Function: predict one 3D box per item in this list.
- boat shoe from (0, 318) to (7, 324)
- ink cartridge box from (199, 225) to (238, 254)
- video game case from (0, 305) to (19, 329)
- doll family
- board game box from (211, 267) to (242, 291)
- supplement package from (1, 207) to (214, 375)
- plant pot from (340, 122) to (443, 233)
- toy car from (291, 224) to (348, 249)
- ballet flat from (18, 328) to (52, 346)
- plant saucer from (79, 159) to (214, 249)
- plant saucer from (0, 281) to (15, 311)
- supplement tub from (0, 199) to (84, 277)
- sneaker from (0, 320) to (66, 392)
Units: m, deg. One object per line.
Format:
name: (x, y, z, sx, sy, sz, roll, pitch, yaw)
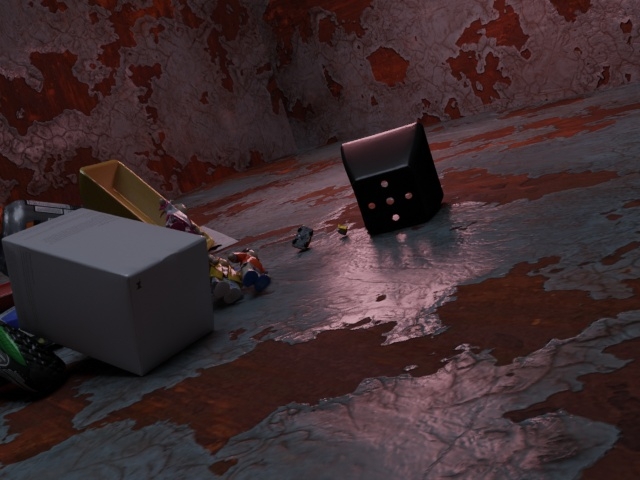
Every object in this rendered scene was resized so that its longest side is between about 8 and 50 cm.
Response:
boat shoe: (-0.707, 0.203, 1.611, 0.226, 0.075, 0.083, 21, 49, 31)
ink cartridge box: (-0.322, 0.020, 2.059, 0.145, 0.045, 0.179, -25, 32, -34)
video game case: (-0.582, 0.149, 1.745, 0.270, 0.061, 0.244, -15, 13, 14)
doll family: (-0.221, 0.033, 1.452, 0.118, 0.263, 0.163, -51, 22, 7)
board game box: (-0.207, 0.081, 1.599, 0.090, 0.020, 0.090, -28, 16, -38)
supplement package: (-0.345, 0.074, 1.263, 0.293, 0.175, 0.177, 12, 26, 31)
plant pot: (0.149, -0.117, 1.635, 0.188, 0.187, 0.167, -14, 24, 15)
toy car: (0.000, 0.000, 1.683, 0.122, 0.060, 0.040, 0, -31, 7)
ballet flat: (-0.529, 0.171, 1.512, 0.222, 0.079, 0.077, -21, 13, -14)
plant saucer: (-0.424, -0.050, 1.850, 0.081, 0.333, 0.333, -50, 7, 7)
plant saucer: (-0.922, 0.168, 2.200, 0.259, 0.047, 0.258, -20, 12, -6)
supplement tub: (-0.647, 0.005, 1.873, 0.316, 0.193, 0.193, 5, 0, -27)
sneaker: (-0.565, 0.219, 1.316, 0.344, 0.134, 0.146, 2, 58, 41)
